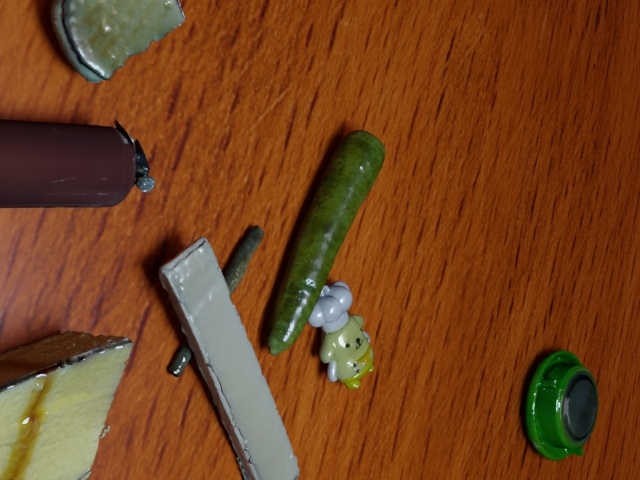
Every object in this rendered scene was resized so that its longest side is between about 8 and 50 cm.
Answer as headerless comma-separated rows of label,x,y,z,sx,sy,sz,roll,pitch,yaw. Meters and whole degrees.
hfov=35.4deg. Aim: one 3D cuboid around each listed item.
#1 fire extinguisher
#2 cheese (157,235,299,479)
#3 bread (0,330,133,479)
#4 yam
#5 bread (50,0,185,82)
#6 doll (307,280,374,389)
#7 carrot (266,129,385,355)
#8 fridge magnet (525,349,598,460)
fire extinguisher,-0.287,-0.086,1.081,0.269,0.105,0.105,-4,93,-47
cheese,-0.109,0.180,1.289,0.085,0.034,0.400,-38,124,-35
bread,-0.303,0.210,1.029,0.240,0.135,0.178,-20,105,-48
yam,-0.130,0.078,1.296,0.234,0.027,0.029,-62,157,-26
bread,-0.231,-0.290,1.156,0.172,0.064,0.232,11,83,-47
doll,0.029,0.134,1.442,0.106,0.062,0.162,-46,121,-42
carrot,0.000,0.000,1.408,0.074,0.074,0.358,42,64,-39
fridge magnet,0.455,0.310,1.883,0.208,0.088,0.208,0,90,-47
